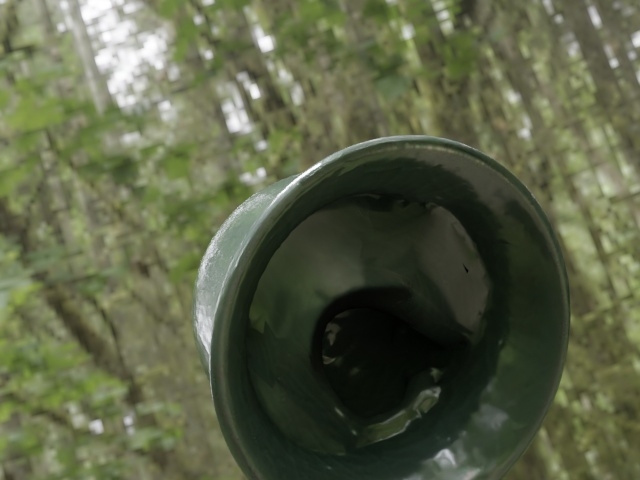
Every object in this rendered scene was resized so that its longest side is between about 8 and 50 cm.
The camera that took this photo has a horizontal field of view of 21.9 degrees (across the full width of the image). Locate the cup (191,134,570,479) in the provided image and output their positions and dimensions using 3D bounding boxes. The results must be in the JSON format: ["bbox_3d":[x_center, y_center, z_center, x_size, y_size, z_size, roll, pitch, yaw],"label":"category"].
[{"bbox_3d":[0.007,0.038,0.857,0.199,0.199,0.150,-9,12,-26],"label":"cup"}]
